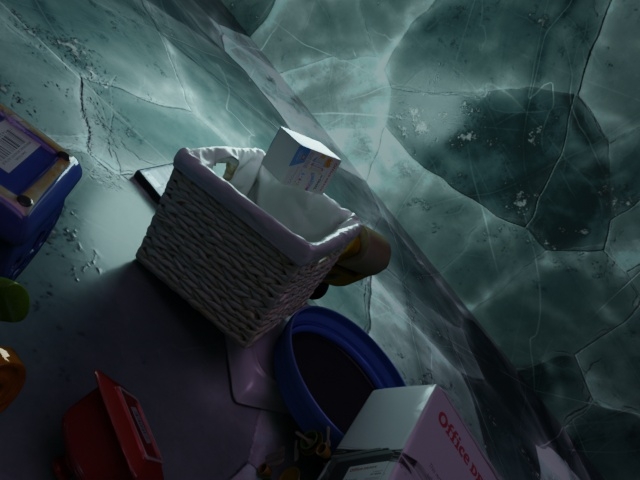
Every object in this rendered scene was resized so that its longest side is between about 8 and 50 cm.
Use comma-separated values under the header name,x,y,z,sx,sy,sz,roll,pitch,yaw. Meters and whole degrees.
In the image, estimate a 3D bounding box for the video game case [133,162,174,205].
name,x,y,z,sx,sy,sz,roll,pitch,yaw
video game case,-0.330,-0.119,1.313,0.196,0.026,0.274,50,22,-1

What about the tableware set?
name,x,y,z,sx,sy,sz,roll,pitch,yaw
tableware set,-0.049,0.387,0.892,0.024,0.154,0.104,53,17,-24

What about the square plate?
name,x,y,z,sx,sy,sz,roll,pitch,yaw
square plate,-0.080,0.241,1.190,0.347,0.049,0.344,29,30,-40

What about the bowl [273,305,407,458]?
name,x,y,z,sx,sy,sz,roll,pitch,yaw
bowl,0.058,0.322,1.125,0.391,0.077,0.391,38,23,-19

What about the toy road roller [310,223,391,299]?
name,x,y,z,sx,sy,sz,roll,pitch,yaw
toy road roller,0.000,0.000,1.348,0.202,0.329,0.241,25,48,-55

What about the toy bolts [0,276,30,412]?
name,x,y,z,sx,sy,sz,roll,pitch,yaw
toy bolts,-0.470,0.126,0.561,0.158,0.218,0.228,28,40,16

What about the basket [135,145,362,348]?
name,x,y,z,sx,sy,sz,roll,pitch,yaw
basket,-0.139,-0.003,1.076,0.331,0.267,0.328,35,20,12

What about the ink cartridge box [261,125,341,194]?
name,x,y,z,sx,sy,sz,roll,pitch,yaw
ink cartridge box,-0.034,-0.166,1.090,0.143,0.092,0.090,11,27,-45

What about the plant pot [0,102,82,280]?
name,x,y,z,sx,sy,sz,roll,pitch,yaw
plant pot,-0.486,-0.063,0.695,0.236,0.212,0.236,39,25,-23

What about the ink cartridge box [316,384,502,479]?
name,x,y,z,sx,sy,sz,roll,pitch,yaw
ink cartridge box,0.127,0.477,0.826,0.395,0.166,0.286,-44,107,-44

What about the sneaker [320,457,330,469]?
name,x,y,z,sx,sy,sz,roll,pitch,yaw
sneaker,0.060,0.463,1.101,0.082,0.069,0.209,70,21,-1

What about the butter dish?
name,x,y,z,sx,sy,sz,roll,pitch,yaw
butter dish,-0.292,0.274,0.673,0.160,0.118,0.160,57,-17,21
